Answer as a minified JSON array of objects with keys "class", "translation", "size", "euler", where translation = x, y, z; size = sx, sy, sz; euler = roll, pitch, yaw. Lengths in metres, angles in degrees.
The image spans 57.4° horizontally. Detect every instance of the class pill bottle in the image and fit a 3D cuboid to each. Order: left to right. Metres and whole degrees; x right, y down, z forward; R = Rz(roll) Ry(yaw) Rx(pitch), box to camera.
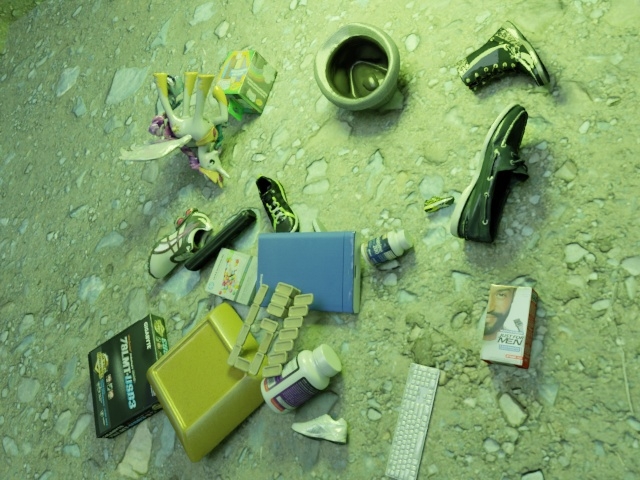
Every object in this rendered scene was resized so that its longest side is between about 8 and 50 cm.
[{"class":"pill bottle","translation":[-0.046,0.344,1.467],"size":[0.193,0.108,0.108],"euler":[-37,54,16]},{"class":"pill bottle","translation":[0.169,0.017,1.485],"size":[0.120,0.067,0.067],"euler":[-24,59,24]}]

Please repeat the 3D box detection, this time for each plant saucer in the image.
[{"class":"plant saucer","translation":[-0.322,0.373,1.620],"size":[0.333,0.081,0.333],"euler":[-43,54,0]}]

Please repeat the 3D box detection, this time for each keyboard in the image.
[{"class":"keyboard","translation":[0.210,0.411,1.324],"size":[0.072,0.014,0.256],"euler":[6,75,36]}]

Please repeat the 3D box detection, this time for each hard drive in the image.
[{"class":"hard drive","translation":[-0.039,0.083,1.587],"size":[0.318,0.040,0.210],"euler":[-1,86,34]}]

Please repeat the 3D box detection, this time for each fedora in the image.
[{"class":"fedora","translation":[0.123,-0.482,1.692],"size":[0.244,0.124,0.275],"euler":[-51,60,9]}]

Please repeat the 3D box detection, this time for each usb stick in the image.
[{"class":"usb stick","translation":[-0.313,0.001,1.820],"size":[0.278,0.077,0.045],"euler":[-40,78,14]}]

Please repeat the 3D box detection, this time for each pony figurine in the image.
[{"class":"pony figurine","translation":[-0.449,-0.363,1.920],"size":[0.350,0.303,0.364],"euler":[9,113,24]}]

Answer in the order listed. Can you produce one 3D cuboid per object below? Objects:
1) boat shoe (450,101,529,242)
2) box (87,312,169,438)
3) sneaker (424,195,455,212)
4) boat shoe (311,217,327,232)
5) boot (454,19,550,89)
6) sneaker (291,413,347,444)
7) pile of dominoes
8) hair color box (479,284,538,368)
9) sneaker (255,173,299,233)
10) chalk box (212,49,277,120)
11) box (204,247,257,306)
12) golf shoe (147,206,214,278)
[{"class":"boat shoe","translation":[0.419,-0.148,1.347],"size":[0.113,0.127,0.340],"euler":[26,88,38]},{"class":"box","translation":[-0.597,0.425,1.838],"size":[0.293,0.073,0.296],"euler":[-32,56,20]},{"class":"sneaker","translation":[0.296,-0.099,1.470],"size":[0.083,0.031,0.035],"euler":[-20,60,27]},{"class":"boat shoe","translation":[0.000,0.000,1.622],"size":[0.040,0.049,0.142],"euler":[-34,57,19]},{"class":"boot","translation":[0.453,-0.427,1.471],"size":[0.178,0.085,0.236],"euler":[-34,49,21]},{"class":"sneaker","translation":[0.000,0.457,1.430],"size":[0.152,0.054,0.061],"euler":[0,61,28]},{"class":"pile of dominoes","translation":[-0.122,0.236,1.528],"size":[0.196,0.040,0.251],"euler":[12,74,41]},{"class":"hair color box","translation":[0.406,0.184,1.261],"size":[0.093,0.053,0.167],"euler":[1,70,36]},{"class":"sneaker","translation":[-0.142,-0.102,1.730],"size":[0.084,0.097,0.235],"euler":[-38,54,16]},{"class":"chalk box","translation":[-0.261,-0.510,1.964],"size":[0.132,0.132,0.213],"euler":[12,77,37]},{"class":"box","translation":[-0.249,0.109,1.753],"size":[0.186,0.038,0.145],"euler":[13,78,38]},{"class":"golf shoe","translation":[-0.456,0.023,1.893],"size":[0.120,0.105,0.273],"euler":[38,95,32]}]
